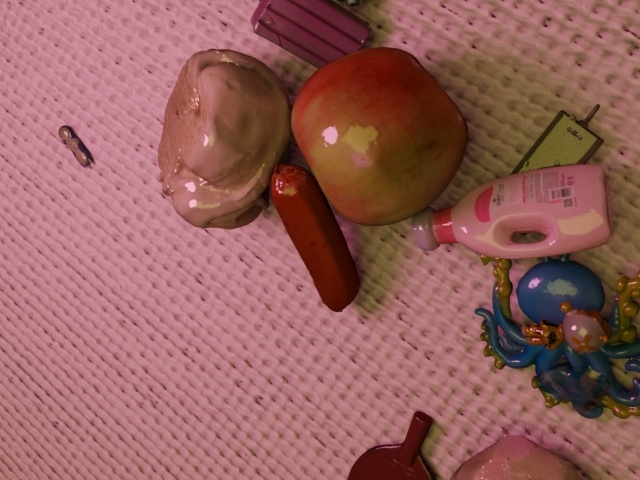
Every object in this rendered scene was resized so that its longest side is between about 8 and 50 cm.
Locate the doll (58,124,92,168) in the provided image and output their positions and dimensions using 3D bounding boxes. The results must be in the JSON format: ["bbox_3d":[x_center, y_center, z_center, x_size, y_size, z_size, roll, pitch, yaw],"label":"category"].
[{"bbox_3d":[-0.586,-0.224,1.807,0.037,0.027,0.125,-42,79,17],"label":"doll"}]

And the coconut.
[{"bbox_3d":[0.348,0.469,1.362,0.230,0.227,0.227,27,108,20],"label":"coconut"}]

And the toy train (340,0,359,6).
[{"bbox_3d":[0.053,-0.533,1.423,0.072,0.099,0.188,-7,95,29],"label":"toy train"}]

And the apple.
[{"bbox_3d":[0.107,-0.188,1.338,0.277,0.319,0.319,-29,84,5],"label":"apple"}]

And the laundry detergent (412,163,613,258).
[{"bbox_3d":[0.327,-0.039,1.320,0.335,0.088,0.159,-9,65,26],"label":"laundry detergent"}]

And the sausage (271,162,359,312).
[{"bbox_3d":[0.000,0.001,1.444,0.094,0.097,0.348,-9,127,26],"label":"sausage"}]

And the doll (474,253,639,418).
[{"bbox_3d":[0.454,0.159,1.346,0.346,0.099,0.341,-5,107,32],"label":"doll"}]

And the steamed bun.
[{"bbox_3d":[-0.172,-0.186,1.485,0.352,0.247,0.339,-65,30,24],"label":"steamed bun"}]

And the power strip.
[{"bbox_3d":[0.407,-0.132,1.347,0.092,0.034,0.268,41,112,15],"label":"power strip"}]

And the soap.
[{"bbox_3d":[-0.019,-0.406,1.430,0.203,0.065,0.122,26,115,-23],"label":"soap"}]

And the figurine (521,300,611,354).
[{"bbox_3d":[0.411,0.151,1.269,0.143,0.068,0.101,14,130,24],"label":"figurine"}]

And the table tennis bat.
[{"bbox_3d":[0.159,0.492,1.552,0.200,0.038,0.310,25,108,20],"label":"table tennis bat"}]
